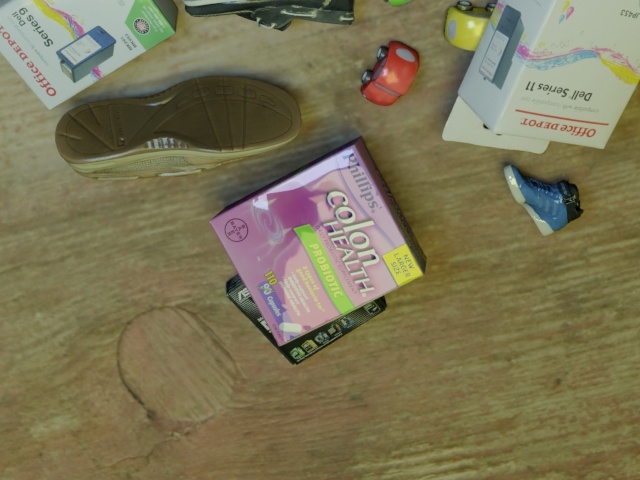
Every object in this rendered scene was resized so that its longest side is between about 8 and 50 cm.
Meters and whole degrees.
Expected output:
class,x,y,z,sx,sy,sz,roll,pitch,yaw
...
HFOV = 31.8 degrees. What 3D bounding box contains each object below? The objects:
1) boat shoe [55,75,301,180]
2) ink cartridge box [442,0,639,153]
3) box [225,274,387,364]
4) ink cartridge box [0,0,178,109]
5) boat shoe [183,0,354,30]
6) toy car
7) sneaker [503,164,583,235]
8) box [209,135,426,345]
class,x,y,z,sx,sy,sz,roll,pitch,yaw
boat shoe,-0.196,-0.151,1.594,0.341,0.121,0.110,-4,160,1
ink cartridge box,0.330,-0.250,1.532,0.207,0.119,0.353,4,124,-28
box,-0.022,0.087,1.787,0.191,0.045,0.184,-32,121,14
ink cartridge box,-0.319,-0.297,1.491,0.212,0.093,0.154,-27,121,14
boat shoe,-0.068,-0.315,1.506,0.233,0.084,0.079,-5,122,-5
toy car,0.129,-0.310,1.543,0.239,0.053,0.225,-27,121,11
sneaker,0.344,-0.076,1.706,0.085,0.058,0.152,-29,125,20
box,0.000,0.000,1.649,0.243,0.117,0.213,-27,97,11
